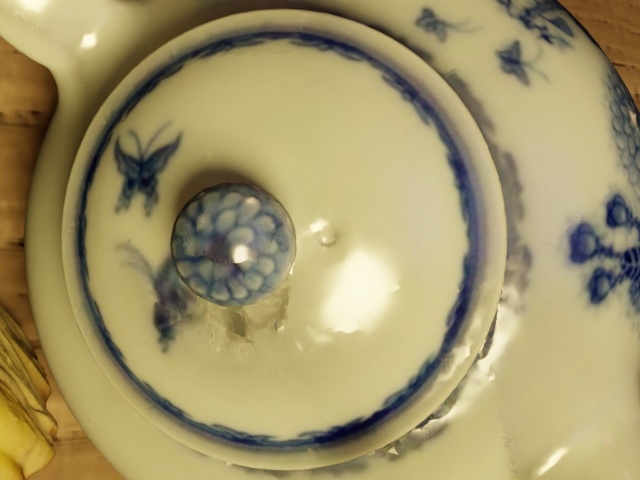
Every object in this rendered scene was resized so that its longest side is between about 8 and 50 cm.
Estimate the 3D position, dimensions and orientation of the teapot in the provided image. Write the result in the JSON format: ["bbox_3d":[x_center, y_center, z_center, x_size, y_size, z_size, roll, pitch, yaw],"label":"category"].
[{"bbox_3d":[0.000,0.000,0.698,0.424,0.252,0.280,45,10,10],"label":"teapot"}]

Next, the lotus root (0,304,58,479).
[{"bbox_3d":[-0.162,0.046,0.664,0.135,0.095,0.159,53,9,-34],"label":"lotus root"}]
